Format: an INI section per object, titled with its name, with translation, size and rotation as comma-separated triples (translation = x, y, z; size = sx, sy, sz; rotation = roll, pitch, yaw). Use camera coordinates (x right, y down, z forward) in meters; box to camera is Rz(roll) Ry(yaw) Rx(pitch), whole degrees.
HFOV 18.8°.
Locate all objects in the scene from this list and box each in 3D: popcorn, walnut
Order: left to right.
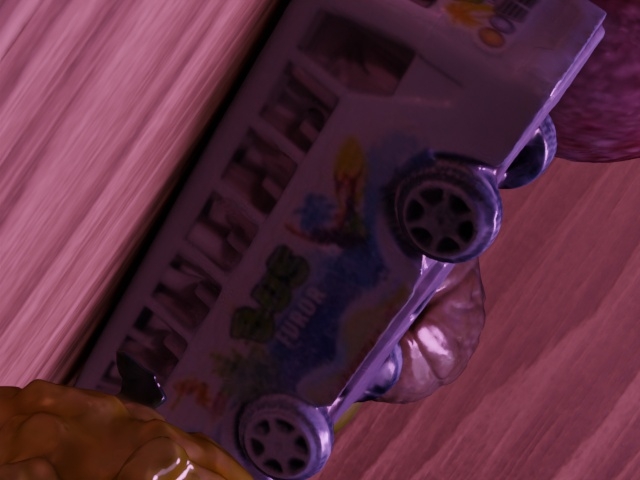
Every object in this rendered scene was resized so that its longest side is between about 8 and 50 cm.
[popcorn]
translation = -0.089, 0.119, 0.655
size = 0.142, 0.173, 0.173
rotation = -39, 167, -40
[walnut]
translation = 0.047, 0.036, 1.547
size = 0.178, 0.178, 0.230
rotation = -55, -174, 8

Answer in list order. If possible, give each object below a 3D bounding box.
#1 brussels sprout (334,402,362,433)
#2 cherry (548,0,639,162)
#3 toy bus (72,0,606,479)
[brussels sprout]
translation = -0.027, 0.065, 1.280
size = 0.183, 0.131, 0.145
rotation = 117, -13, -59
[cherry]
translation = 0.159, -0.158, 0.990
size = 0.230, 0.203, 0.300
rotation = -68, 176, -46
[toy bus]
translation = 0.000, 0.000, 0.920
size = 0.329, 0.136, 0.109
rotation = -57, 174, 34
